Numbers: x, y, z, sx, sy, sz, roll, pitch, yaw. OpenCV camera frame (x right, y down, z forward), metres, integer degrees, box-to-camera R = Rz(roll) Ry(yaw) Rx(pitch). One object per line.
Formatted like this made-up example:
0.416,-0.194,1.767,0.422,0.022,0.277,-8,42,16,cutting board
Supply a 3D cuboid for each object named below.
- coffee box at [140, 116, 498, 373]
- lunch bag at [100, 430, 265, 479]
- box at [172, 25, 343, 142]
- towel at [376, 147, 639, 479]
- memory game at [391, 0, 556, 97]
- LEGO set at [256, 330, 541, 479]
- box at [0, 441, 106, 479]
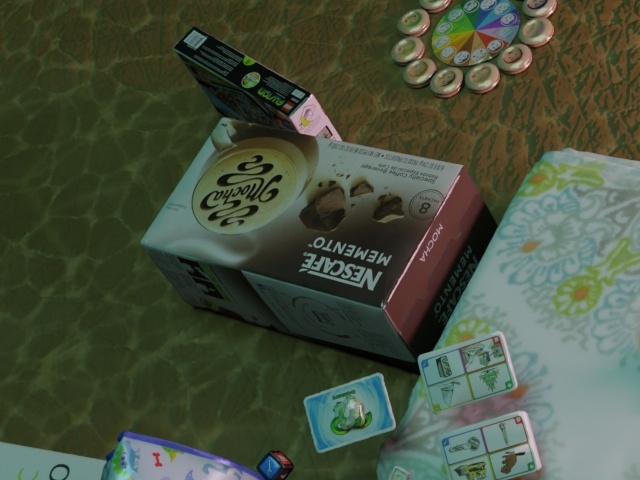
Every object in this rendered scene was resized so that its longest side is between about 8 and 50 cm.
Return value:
0.000,0.000,1.558,0.297,0.119,0.168,15,62,36,coffee box
-0.124,0.253,1.426,0.151,0.096,0.129,14,62,-12,lunch bag
-0.061,-0.145,1.708,0.036,0.114,0.207,-47,47,-11,box
0.261,0.095,1.371,0.320,0.090,0.374,12,62,38,towel
0.161,-0.225,1.721,0.186,0.012,0.186,-14,50,18,memory game
0.070,0.198,1.340,0.244,0.060,0.182,-21,75,22,LEGO set
-0.315,0.304,1.532,0.322,0.058,0.232,4,57,31,box
